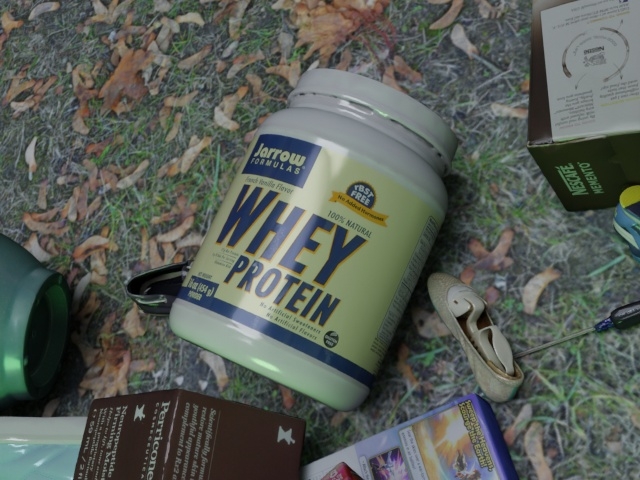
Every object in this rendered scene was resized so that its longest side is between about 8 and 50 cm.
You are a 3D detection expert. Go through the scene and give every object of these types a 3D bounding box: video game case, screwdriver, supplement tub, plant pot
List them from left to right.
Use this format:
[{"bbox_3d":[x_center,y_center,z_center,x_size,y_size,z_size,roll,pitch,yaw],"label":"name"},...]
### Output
[{"bbox_3d":[-0.454,0.115,1.194,0.196,0.293,0.293,6,70,3],"label":"plant pot"},{"bbox_3d":[0.000,0.000,0.992,0.235,0.235,0.325,18,78,34],"label":"supplement tub"},{"bbox_3d":[0.100,0.325,0.897,0.244,0.061,0.269,-28,58,18],"label":"video game case"},{"bbox_3d":[0.275,0.099,0.931,0.170,0.024,0.025,-29,86,22],"label":"screwdriver"}]

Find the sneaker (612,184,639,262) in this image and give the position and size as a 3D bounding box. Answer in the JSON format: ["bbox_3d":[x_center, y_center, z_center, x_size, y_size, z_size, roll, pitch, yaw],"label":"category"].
[{"bbox_3d":[0.357,0.008,0.907,0.053,0.059,0.144,-31,68,-24],"label":"sneaker"}]

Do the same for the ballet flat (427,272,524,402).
[{"bbox_3d":[0.172,0.093,0.963,0.168,0.057,0.052,63,148,27],"label":"ballet flat"}]

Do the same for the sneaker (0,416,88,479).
[{"bbox_3d":[-0.362,0.306,1.120,0.366,0.135,0.150,-10,61,26],"label":"sneaker"}]

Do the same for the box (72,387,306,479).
[{"bbox_3d":[-0.148,0.262,0.963,0.203,0.167,0.168,-18,57,49],"label":"box"}]

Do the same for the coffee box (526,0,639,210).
[{"bbox_3d":[0.302,-0.201,0.957,0.119,0.168,0.297,-5,66,27],"label":"coffee box"}]

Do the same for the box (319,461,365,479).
[{"bbox_3d":[-0.022,0.349,0.815,0.257,0.122,0.128,-43,20,5],"label":"box"}]

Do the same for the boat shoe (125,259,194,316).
[{"bbox_3d":[-0.162,0.060,1.160,0.206,0.065,0.075,-9,64,25],"label":"boat shoe"}]
